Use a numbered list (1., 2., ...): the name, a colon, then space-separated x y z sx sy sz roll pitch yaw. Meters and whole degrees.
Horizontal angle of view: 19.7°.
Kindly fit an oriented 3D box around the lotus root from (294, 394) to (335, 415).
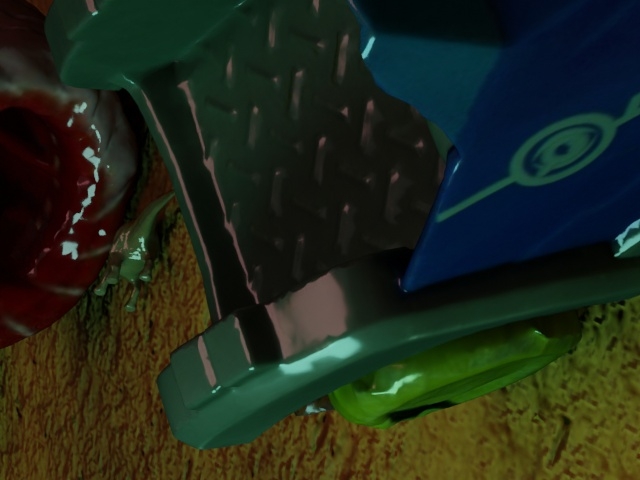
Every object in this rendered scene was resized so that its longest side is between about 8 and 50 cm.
1. lotus root: 0.000 0.000 0.780 0.073 0.062 0.150 124 144 -74

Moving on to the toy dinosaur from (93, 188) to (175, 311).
1. toy dinosaur: -0.097 0.006 0.964 0.113 0.026 0.041 134 153 -60

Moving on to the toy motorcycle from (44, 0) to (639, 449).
1. toy motorcycle: 0.040 -0.066 0.580 0.326 0.200 0.191 -36 69 49

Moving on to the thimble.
1. thimble: -0.194 -0.039 1.000 0.189 0.163 0.125 -55 38 9
